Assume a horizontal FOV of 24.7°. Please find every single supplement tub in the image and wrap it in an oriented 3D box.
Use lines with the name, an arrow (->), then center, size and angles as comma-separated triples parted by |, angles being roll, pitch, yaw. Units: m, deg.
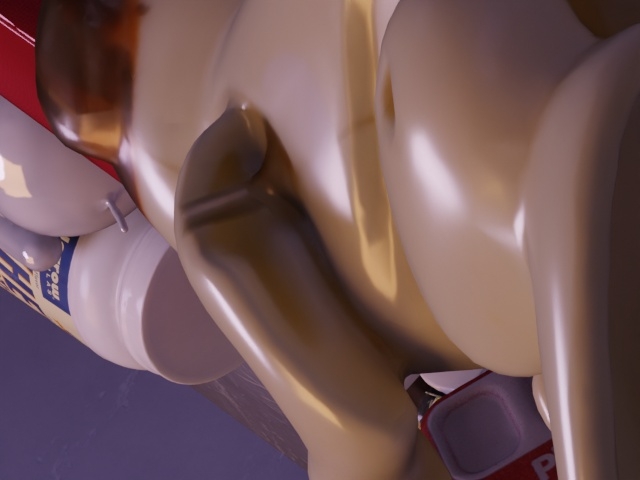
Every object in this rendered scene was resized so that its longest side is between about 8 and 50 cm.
supplement tub -> -0.208, -0.006, 1.531 | 0.325, 0.235, 0.235 | 28, 162, 39

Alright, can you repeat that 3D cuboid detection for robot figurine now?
robot figurine -> -0.274, -0.125, 1.355 | 0.353, 0.200, 0.300 | 26, 120, 39

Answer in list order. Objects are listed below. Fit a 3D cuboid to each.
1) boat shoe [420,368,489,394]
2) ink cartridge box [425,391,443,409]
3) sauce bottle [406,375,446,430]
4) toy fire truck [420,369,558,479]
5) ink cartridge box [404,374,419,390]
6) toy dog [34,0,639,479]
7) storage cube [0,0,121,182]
boat shoe -> 0.168, 0.136, 1.394 | 0.184, 0.066, 0.063 | 8, 146, 47
ink cartridge box -> 0.176, 0.217, 1.351 | 0.189, 0.097, 0.255 | 19, 174, 12
sauce bottle -> 0.042, 0.133, 1.588 | 0.344, 0.111, 0.111 | 34, 165, 22
toy fire truck -> 0.213, 0.096, 0.709 | 0.169, 0.302, 0.254 | 52, -172, -40
ink cartridge box -> 0.000, 0.000, 1.226 | 0.237, 0.100, 0.172 | 32, 150, 27
toy dog -> 0.044, -0.066, 0.548 | 0.408, 0.284, 0.395 | 0, 116, 60
storage cube -> -0.143, -0.175, 0.943 | 0.193, 0.183, 0.215 | 36, 166, 11
